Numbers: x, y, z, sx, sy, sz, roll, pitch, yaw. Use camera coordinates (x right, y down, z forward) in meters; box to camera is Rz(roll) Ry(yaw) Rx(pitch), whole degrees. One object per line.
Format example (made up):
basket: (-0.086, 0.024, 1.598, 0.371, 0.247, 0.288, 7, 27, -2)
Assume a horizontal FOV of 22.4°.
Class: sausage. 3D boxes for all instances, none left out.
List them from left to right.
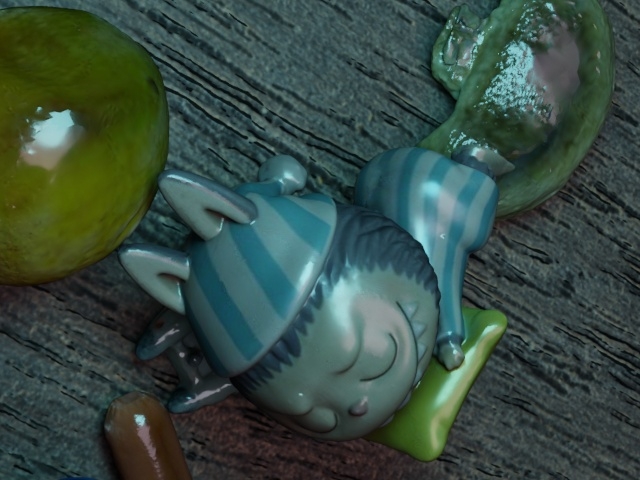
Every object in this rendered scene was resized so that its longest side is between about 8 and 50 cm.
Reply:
sausage: (-0.183, 0.257, 1.784, 0.077, 0.077, 0.194, -23, 106, -22)

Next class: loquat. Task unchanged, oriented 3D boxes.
loquat: (-0.291, -0.094, 1.606, 0.284, 0.276, 0.276, -48, 115, -41)

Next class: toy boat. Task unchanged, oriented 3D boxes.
toy boat: (-0.101, 0.105, 1.808, 0.207, 0.079, 0.134, -32, 105, -18)

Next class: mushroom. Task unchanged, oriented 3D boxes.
mushroom: (0.234, -0.172, 1.917, 0.247, 0.130, 0.344, 42, 76, -28)

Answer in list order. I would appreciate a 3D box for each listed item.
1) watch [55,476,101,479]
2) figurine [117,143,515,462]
watch: (-0.253, 0.351, 1.685, 0.200, 0.171, 0.196, 46, 73, -1)
figurine: (0.000, 0.000, 1.645, 0.377, 0.266, 0.361, 36, 62, -40)
